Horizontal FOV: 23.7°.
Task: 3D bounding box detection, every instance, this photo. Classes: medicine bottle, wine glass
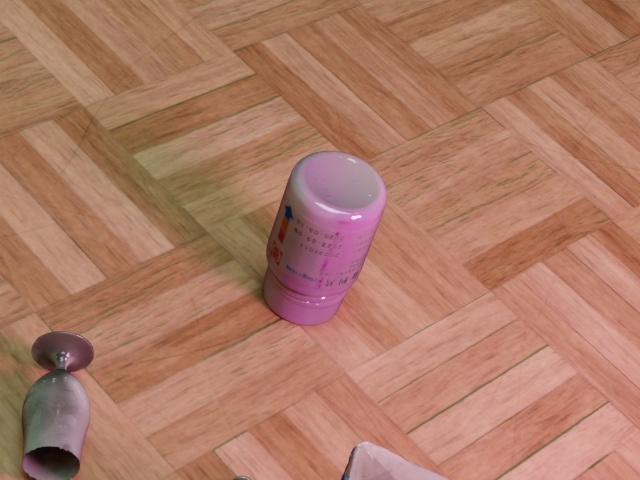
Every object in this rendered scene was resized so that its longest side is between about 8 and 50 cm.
[{"bbox_3d":[0.000,0.000,2.302,0.152,0.254,0.152,9,44,-9],"label":"medicine bottle"},{"bbox_3d":[-0.357,0.226,2.070,0.093,0.093,0.202,9,44,-10],"label":"wine glass"}]

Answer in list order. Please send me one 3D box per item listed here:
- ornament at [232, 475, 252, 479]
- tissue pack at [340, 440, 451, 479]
[{"bbox_3d":[-0.106,0.359,2.062,0.068,0.041,0.092,47,34,-3],"label":"ornament"},{"bbox_3d":[0.085,0.408,1.915,0.209,0.270,0.137,27,42,5],"label":"tissue pack"}]
